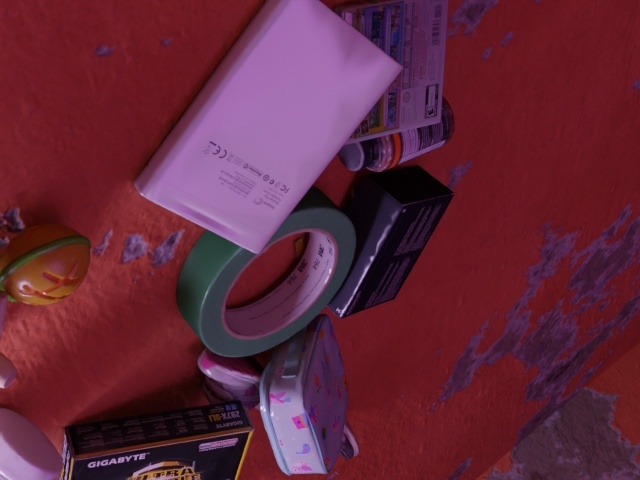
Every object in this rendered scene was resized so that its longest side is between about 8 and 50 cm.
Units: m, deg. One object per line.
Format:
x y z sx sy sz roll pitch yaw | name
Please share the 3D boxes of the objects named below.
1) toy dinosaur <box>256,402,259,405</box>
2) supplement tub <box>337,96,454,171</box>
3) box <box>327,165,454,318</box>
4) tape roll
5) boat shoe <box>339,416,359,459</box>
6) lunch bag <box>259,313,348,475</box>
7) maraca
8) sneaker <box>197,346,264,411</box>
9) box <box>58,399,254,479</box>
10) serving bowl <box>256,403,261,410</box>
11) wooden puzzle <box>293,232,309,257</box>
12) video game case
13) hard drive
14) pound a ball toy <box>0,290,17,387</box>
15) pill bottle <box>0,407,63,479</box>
-0.090 0.293 1.996 0.082 0.090 0.047 -10 155 33 | toy dinosaur
0.120 -0.177 1.644 0.198 0.106 0.106 -24 144 -32 | supplement tub
0.110 0.001 1.845 0.184 0.103 0.261 -17 140 -53 | box
-0.087 0.053 1.682 0.321 0.077 0.321 -29 145 -23 | tape roll
0.016 0.431 2.280 0.092 0.103 0.285 -34 145 -9 | boat shoe
-0.030 0.276 1.858 0.108 0.279 0.224 -9 121 15 | lunch bag
-0.367 0.039 1.311 0.127 0.099 0.185 -18 167 -33 | maraca
-0.164 0.267 1.838 0.111 0.103 0.252 -47 150 -2 | sneaker
-0.302 0.415 1.785 0.322 0.079 0.257 -4 135 -26 | box
-0.100 0.324 2.066 0.083 0.027 0.083 -31 147 -23 | serving bowl
0.000 0.000 1.804 0.116 0.014 0.078 -30 147 -26 | wooden puzzle
0.106 -0.262 1.515 0.193 0.023 0.212 -16 123 -27 | video game case
-0.070 -0.166 1.412 0.233 0.047 0.353 29 104 -41 | hard drive
-0.492 0.106 1.229 0.208 0.136 0.319 -53 163 -46 | pound a ball toy
-0.527 0.395 1.477 0.283 0.161 0.161 -46 151 1 | pill bottle
